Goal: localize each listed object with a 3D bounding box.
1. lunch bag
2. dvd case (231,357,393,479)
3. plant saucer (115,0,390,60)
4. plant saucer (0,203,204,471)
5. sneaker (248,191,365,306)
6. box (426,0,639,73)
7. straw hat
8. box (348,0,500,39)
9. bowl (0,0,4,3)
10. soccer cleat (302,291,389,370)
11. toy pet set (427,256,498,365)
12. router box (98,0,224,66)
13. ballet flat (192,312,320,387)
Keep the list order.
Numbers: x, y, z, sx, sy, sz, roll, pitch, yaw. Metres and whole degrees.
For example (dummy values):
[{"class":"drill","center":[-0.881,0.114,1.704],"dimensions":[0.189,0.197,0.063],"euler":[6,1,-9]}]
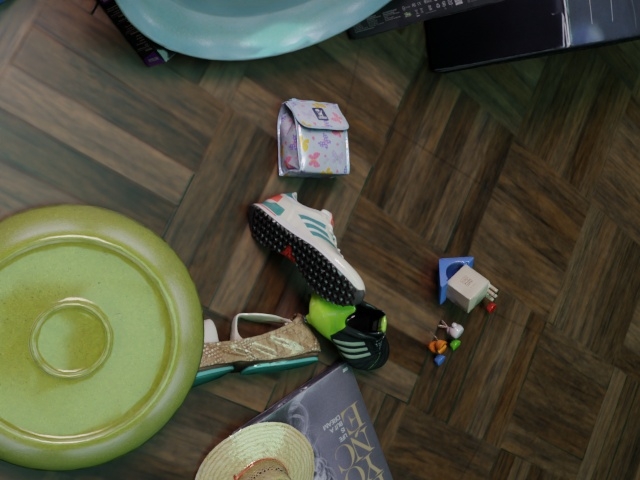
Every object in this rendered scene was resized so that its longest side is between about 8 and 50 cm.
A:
[{"class":"lunch bag","center":[-0.008,-0.112,0.792],"dimensions":[0.071,0.053,0.083],"euler":[0,85,-36]},{"class":"dvd case","center":[0.004,0.275,0.855],"dimensions":[0.165,0.018,0.221],"euler":[-30,110,-28]},{"class":"plant saucer","center":[-0.024,-0.266,0.596],"dimensions":[0.318,0.317,0.043],"euler":[-10,67,-33]},{"class":"plant saucer","center":[-0.220,0.086,0.636],"dimensions":[0.241,0.037,0.240],"euler":[1,88,-18]},{"class":"sneaker","center":[0.000,0.000,0.757],"dimensions":[0.075,0.161,0.057],"euler":[-32,147,-34]},{"class":"box","center":[0.330,-0.389,0.900],"dimensions":[0.396,0.212,0.293],"euler":[-18,103,-33]},{"class":"straw hat","center":[-0.060,0.270,0.767],"dimensions":[0.145,0.061,0.144],"euler":[-4,101,-22]},{"class":"box","center":[0.089,-0.316,0.728],"dimensions":[0.059,0.233,0.183],"euler":[-38,113,-31]},{"class":"bowl","center":[-0.362,-0.345,0.516],"dimensions":[0.391,0.077,0.390],"euler":[-3,96,-33]},{"class":"soccer cleat","center":[0.048,0.104,0.813],"dimensions":[0.179,0.072,0.060],"euler":[44,49,-50]},{"class":"toy pet set","center":[0.171,0.080,0.940],"dimensions":[0.122,0.065,0.114],"euler":[-40,149,-22]},{"class":"router box","center":[-0.135,-0.275,0.693],"dimensions":[0.179,0.046,0.133],"euler":[-47,119,-21]},{"class":"ballet flat","center":[-0.096,0.113,0.755],"dimensions":[0.206,0.073,0.067],"euler":[-4,69,-36]}]
